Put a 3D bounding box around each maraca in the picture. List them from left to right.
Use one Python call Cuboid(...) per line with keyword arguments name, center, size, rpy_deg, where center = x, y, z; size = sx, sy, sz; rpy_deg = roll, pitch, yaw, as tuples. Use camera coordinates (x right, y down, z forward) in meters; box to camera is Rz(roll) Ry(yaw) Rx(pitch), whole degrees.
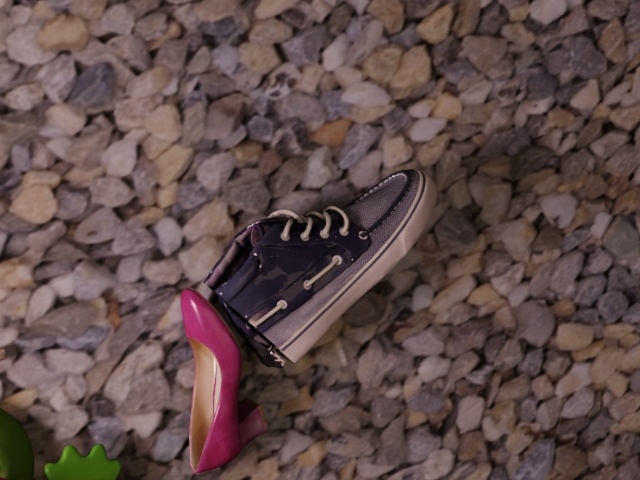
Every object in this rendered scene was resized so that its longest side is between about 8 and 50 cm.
Cuboid(name="maraca", center=(-0.306, 0.353, 1.561), size=(0.127, 0.099, 0.186), rpy_deg=(5, 87, -39))

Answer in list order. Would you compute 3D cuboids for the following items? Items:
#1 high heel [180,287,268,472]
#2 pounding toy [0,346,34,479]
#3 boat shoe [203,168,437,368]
Cuboid(name="high heel", center=(-0.159, 0.186, 1.609), size=(0.117, 0.082, 0.244), rpy_deg=(-32, 119, -25))
Cuboid(name="pounding toy", center=(-0.441, 0.268, 1.492), size=(0.183, 0.110, 0.237), rpy_deg=(-13, 101, -20))
Cuboid(name="boat shoe", center=(0.000, 0.000, 1.621), size=(0.340, 0.127, 0.158), rpy_deg=(-49, 118, -9))
